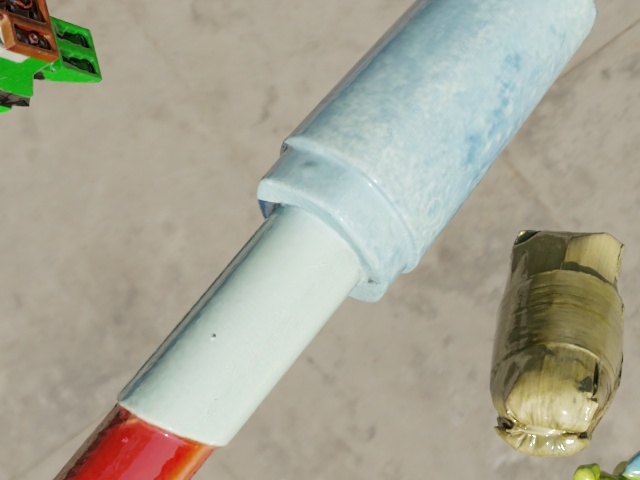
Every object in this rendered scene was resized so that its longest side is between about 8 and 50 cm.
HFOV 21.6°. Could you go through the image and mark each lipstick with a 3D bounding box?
[{"bbox_3d":[0.000,0.000,0.597,0.061,0.274,0.068,25,155,32],"label":"lipstick"}]

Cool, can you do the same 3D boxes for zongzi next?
[{"bbox_3d":[0.138,0.101,1.011,0.079,0.160,0.176,9,131,11],"label":"zongzi"}]

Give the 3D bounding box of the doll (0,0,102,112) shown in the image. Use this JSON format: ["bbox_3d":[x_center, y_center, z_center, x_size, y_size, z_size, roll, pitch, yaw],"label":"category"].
[{"bbox_3d":[-0.241,-0.112,1.017,0.186,0.134,0.106,-17,73,2],"label":"doll"}]

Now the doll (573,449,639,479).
[{"bbox_3d":[0.314,0.258,1.298,0.099,0.341,0.346,44,139,50],"label":"doll"}]
